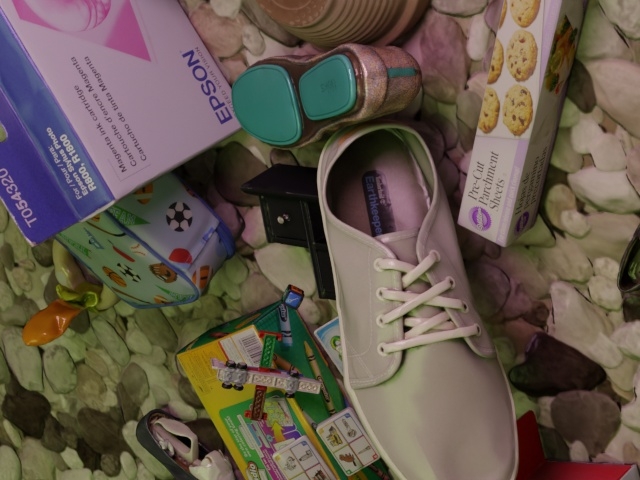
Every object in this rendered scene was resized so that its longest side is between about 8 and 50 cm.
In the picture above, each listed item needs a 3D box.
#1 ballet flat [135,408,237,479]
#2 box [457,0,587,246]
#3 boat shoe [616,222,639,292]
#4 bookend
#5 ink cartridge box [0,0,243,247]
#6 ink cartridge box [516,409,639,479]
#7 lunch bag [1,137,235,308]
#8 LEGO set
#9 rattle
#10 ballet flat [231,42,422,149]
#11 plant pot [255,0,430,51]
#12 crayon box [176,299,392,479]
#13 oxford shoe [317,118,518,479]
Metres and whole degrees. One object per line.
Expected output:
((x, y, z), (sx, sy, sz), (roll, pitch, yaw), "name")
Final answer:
((-0.172, 0.300, 2.311), (0.203, 0.074, 0.074), (39, 134, 20), "ballet flat")
((0.207, -0.145, 1.726), (0.067, 0.063, 0.324), (30, 131, 26), "box")
((0.344, -0.001, 1.703), (0.056, 0.049, 0.152), (36, 132, 20), "boat shoe")
((0.000, 0.000, 1.983), (0.157, 0.072, 0.156), (10, 120, 37), "bookend")
((-0.277, -0.202, 1.918), (0.071, 0.330, 0.324), (-27, 96, 46), "ink cartridge box")
((0.232, 0.369, 1.829), (0.130, 0.309, 0.272), (-3, 112, 41), "ink cartridge box")
((-0.267, -0.046, 2.087), (0.303, 0.115, 0.243), (47, 154, -21), "lunch bag")
((-0.010, 0.172, 2.043), (0.182, 0.060, 0.244), (-32, 106, 7), "LEGO set")
((-0.334, 0.027, 2.244), (0.130, 0.143, 0.199), (57, 146, 26), "rattle")
((0.011, -0.157, 1.841), (0.316, 0.106, 0.107), (5, 105, 62), "ballet flat")
((-0.004, -0.298, 1.787), (0.237, 0.110, 0.237), (20, 125, 31), "plant pot")
((-0.047, 0.227, 2.149), (0.165, 0.081, 0.278), (-23, 98, 46), "crayon box")
((0.096, 0.072, 1.789), (0.130, 0.169, 0.449), (107, 149, -75), "oxford shoe")
